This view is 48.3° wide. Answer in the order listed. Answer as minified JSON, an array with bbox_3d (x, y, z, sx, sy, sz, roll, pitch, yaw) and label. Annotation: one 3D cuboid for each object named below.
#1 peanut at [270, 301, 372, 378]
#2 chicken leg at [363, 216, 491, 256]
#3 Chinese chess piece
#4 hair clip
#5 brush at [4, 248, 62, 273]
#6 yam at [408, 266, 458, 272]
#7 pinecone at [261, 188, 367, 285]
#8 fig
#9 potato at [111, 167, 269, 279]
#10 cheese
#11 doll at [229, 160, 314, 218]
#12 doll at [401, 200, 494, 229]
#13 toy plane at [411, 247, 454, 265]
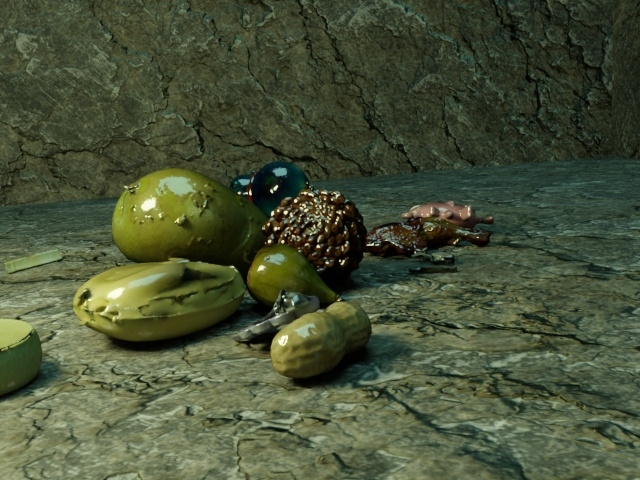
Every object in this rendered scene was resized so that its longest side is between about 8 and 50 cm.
[{"bbox_3d":[0.010,0.140,1.057,0.104,0.085,0.228,-11,4,34],"label":"peanut"},{"bbox_3d":[0.257,-0.007,1.786,0.323,0.082,0.177,-10,21,-22],"label":"chicken leg"},{"bbox_3d":[-0.516,0.179,1.063,0.189,0.083,0.188,-1,13,0],"label":"Chinese chess piece"},{"bbox_3d":[-0.079,0.119,1.146,0.124,0.052,0.195,-17,-9,-31],"label":"hair clip"},{"bbox_3d":[-0.771,0.055,1.907,0.030,0.033,0.178,-5,9,31],"label":"brush"},{"bbox_3d":[0.246,0.064,1.556,0.107,0.014,0.014,-2,11,8],"label":"yam"},{"bbox_3d":[0.000,0.000,1.509,0.222,0.221,0.221,-4,11,1],"label":"pinecone"},{"bbox_3d":[-0.049,0.067,1.368,0.185,0.126,0.133,-4,-8,-2],"label":"fig"},{"bbox_3d":[-0.258,-0.027,1.535,0.359,0.219,0.270,17,-12,-20],"label":"potato"},{"bbox_3d":[-0.296,0.104,1.272,0.260,0.128,0.316,-4,2,23],"label":"cheese"},{"bbox_3d":[-0.171,-0.161,2.400,0.322,0.198,0.186,-8,-21,20],"label":"doll"},{"bbox_3d":[0.346,-0.060,1.940,0.262,0.093,0.211,1,-4,-5],"label":"doll"},{"bbox_3d":[0.267,0.038,1.644,0.049,0.031,0.121,-24,24,-38],"label":"toy plane"}]
